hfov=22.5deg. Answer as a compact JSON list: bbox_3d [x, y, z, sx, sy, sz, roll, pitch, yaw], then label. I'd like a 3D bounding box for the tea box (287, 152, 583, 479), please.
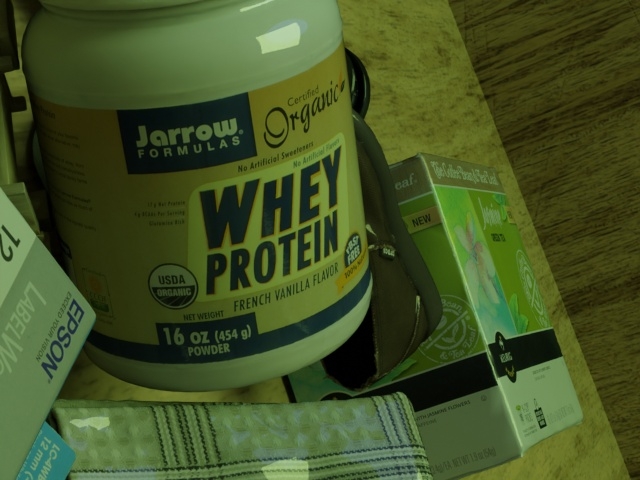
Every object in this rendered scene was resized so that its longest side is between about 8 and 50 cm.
[{"bbox_3d":[0.108,0.094,1.752,0.323,0.220,0.329,70,18,6],"label":"tea box"}]

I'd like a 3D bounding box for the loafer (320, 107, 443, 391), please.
[{"bbox_3d":[0.000,0.000,1.406,0.366,0.134,0.130,56,47,-35],"label":"loafer"}]

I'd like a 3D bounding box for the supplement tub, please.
[{"bbox_3d":[-0.089,-0.075,1.166,0.228,0.228,0.316,-72,156,-63],"label":"supplement tub"}]

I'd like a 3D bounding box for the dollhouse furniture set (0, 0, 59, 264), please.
[{"bbox_3d":[-0.254,-0.062,1.147,0.161,0.101,0.181,88,-8,-61],"label":"dollhouse furniture set"}]

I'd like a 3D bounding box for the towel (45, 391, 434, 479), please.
[{"bbox_3d":[-0.051,0.240,1.079,0.056,0.324,0.312,121,-37,-53],"label":"towel"}]

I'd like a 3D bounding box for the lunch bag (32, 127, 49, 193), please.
[{"bbox_3d":[-0.151,-0.046,1.380,0.219,0.090,0.176,56,25,-32],"label":"lunch bag"}]

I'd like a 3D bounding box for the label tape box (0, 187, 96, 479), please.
[{"bbox_3d":[-0.232,0.091,0.874,0.347,0.115,0.249,56,36,-31],"label":"label tape box"}]

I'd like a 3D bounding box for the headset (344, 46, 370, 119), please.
[{"bbox_3d":[-0.061,-0.208,1.807,0.243,0.185,0.394,57,36,-41],"label":"headset"}]
